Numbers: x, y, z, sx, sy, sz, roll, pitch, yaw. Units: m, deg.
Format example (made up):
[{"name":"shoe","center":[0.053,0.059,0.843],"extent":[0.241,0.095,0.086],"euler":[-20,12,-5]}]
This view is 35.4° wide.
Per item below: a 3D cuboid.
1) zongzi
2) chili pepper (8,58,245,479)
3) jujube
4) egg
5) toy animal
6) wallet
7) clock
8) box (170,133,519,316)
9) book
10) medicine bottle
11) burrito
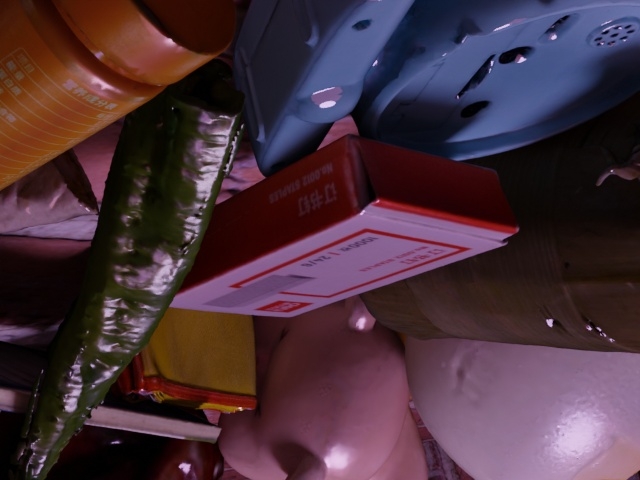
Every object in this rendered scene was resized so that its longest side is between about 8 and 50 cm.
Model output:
[{"name":"zongzi","center":[0.192,-0.056,0.810],"extent":[0.447,0.181,0.418],"euler":[-3,-148,50]},{"name":"chili pepper","center":[-0.131,0.044,0.634],"extent":[0.076,0.085,0.359],"euler":[-14,137,-50]},{"name":"jujube","center":[-0.238,0.246,1.158],"extent":[0.259,0.258,0.376],"euler":[-14,175,-3]},{"name":"egg","center":[0.232,0.085,0.974],"extent":[0.283,0.283,0.345],"euler":[-5,128,-30]},{"name":"toy animal","center":[-0.017,0.201,1.105],"extent":[0.278,0.345,0.247],"euler":[12,-177,20]},{"name":"wallet","center":[-0.133,0.092,0.939],"extent":[0.067,0.141,0.241],"euler":[-15,162,16]},{"name":"clock","center":[0.098,-0.120,0.562],"extent":[0.274,0.094,0.223],"euler":[-8,162,-19]},{"name":"box","center":[0.000,-0.001,0.632],"extent":[0.123,0.050,0.229],"euler":[8,160,-39]},{"name":"book","center":[-0.254,0.110,0.838],"extent":[0.228,0.018,0.322],"euler":[17,174,32]},{"name":"medicine bottle","center":[-0.141,-0.085,0.469],"extent":[0.192,0.096,0.096],"euler":[-25,160,29]},{"name":"burrito","center":[-0.241,-0.027,0.594],"extent":[0.226,0.087,0.060],"euler":[-15,154,10]}]
